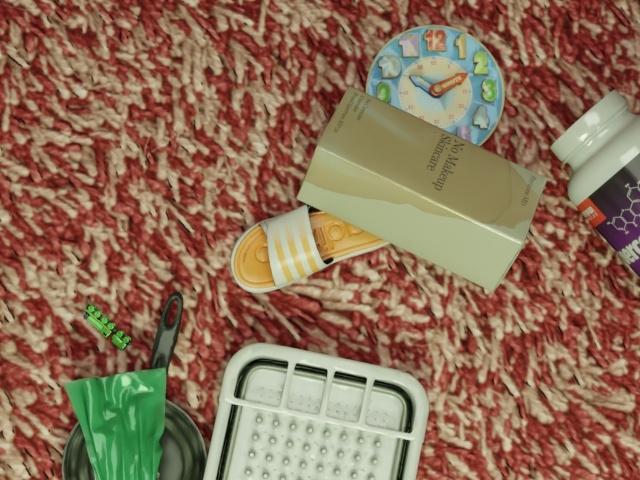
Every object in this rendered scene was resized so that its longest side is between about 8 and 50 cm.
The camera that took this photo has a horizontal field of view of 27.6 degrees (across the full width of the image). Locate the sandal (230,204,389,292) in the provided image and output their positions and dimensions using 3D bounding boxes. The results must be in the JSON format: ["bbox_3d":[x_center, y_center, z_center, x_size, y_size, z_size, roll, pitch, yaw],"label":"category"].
[{"bbox_3d":[-0.003,-0.010,1.850,0.265,0.076,0.102,-20,81,-7],"label":"sandal"}]

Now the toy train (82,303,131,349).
[{"bbox_3d":[-0.302,0.123,1.839,0.083,0.017,0.023,41,90,5],"label":"toy train"}]

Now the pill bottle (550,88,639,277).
[{"bbox_3d":[0.476,-0.052,1.833,0.181,0.181,0.323,-41,83,-10],"label":"pill bottle"}]

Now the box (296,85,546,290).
[{"bbox_3d":[0.142,-0.073,1.825,0.311,0.121,0.148,24,50,1],"label":"box"}]

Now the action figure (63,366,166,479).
[{"bbox_3d":[-0.258,0.295,1.738,0.137,0.063,0.232,-9,77,-5],"label":"action figure"}]

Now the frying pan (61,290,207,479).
[{"bbox_3d":[-0.264,0.246,1.800,0.197,0.053,0.326,-9,78,-5],"label":"frying pan"}]

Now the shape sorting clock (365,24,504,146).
[{"bbox_3d":[0.169,-0.218,1.918,0.206,0.040,0.206,1,79,-3],"label":"shape sorting clock"}]

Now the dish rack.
[{"bbox_3d":[-0.016,0.325,1.789,0.286,0.072,0.333,12,79,-2],"label":"dish rack"}]
